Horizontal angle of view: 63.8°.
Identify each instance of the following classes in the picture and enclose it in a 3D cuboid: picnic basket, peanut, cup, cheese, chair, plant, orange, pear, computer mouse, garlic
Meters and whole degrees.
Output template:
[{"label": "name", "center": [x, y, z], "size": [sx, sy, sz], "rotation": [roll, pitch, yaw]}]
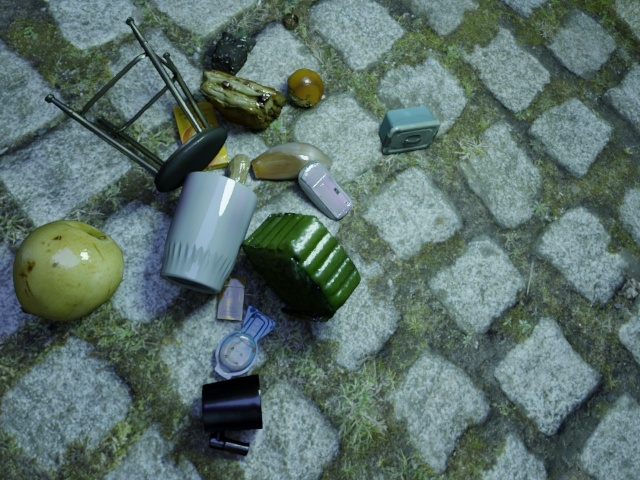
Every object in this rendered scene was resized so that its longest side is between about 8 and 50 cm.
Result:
[{"label": "picnic basket", "center": [-0.119, -0.932, 2.155], "size": [0.071, 0.083, 0.072], "rotation": [4, 70, -10]}, {"label": "peanut", "center": [-0.310, -0.240, 1.886], "size": [0.080, 0.080, 0.175], "rotation": [17, 72, -6]}, {"label": "cup", "center": [-0.268, 0.543, 1.582], "size": [0.176, 0.166, 0.240], "rotation": [-4, 71, -10]}, {"label": "cheese", "center": [-0.257, 0.343, 1.706], "size": [0.135, 0.052, 0.245], "rotation": [37, 69, -5]}, {"label": "chair", "center": [-0.551, -0.399, 1.701], "size": [0.362, 0.364, 0.410], "rotation": [-42, 92, 3]}, {"label": "plant", "center": [-0.343, -0.742, 2.016], "size": [0.142, 0.131, 0.203], "rotation": [17, 56, -4]}, {"label": "orange", "center": [-0.062, -0.603, 2.027], "size": [0.156, 0.157, 0.134], "rotation": [2, 50, -12]}, {"label": "cup", "center": [-0.373, -0.028, 1.703], "size": [0.253, 0.253, 0.372], "rotation": [17, 72, -6]}, {"label": "pear", "center": [-0.763, 0.092, 1.562], "size": [0.309, 0.309, 0.310], "rotation": [4, 71, -11]}, {"label": "computer mouse", "center": [0.018, -0.187, 1.923], "size": [0.126, 0.056, 0.245], "rotation": [-48, 109, -11]}, {"label": "garlic", "center": [-0.114, -0.305, 1.945], "size": [0.317, 0.112, 0.143], "rotation": [-10, 77, -4]}]

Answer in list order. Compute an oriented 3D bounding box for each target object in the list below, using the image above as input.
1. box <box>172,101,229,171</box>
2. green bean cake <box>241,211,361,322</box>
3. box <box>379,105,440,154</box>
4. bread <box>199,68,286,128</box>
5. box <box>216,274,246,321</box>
[{"label": "box", "center": [-0.447, -0.388, 1.921], "size": [0.152, 0.043, 0.269], "rotation": [-15, 75, -13]}, {"label": "green bean cake", "center": [-0.077, 0.084, 1.663], "size": [0.218, 0.335, 0.319], "rotation": [-50, 115, -26]}, {"label": "box", "center": [0.350, -0.438, 2.055], "size": [0.226, 0.162, 0.130], "rotation": [-13, 64, -16]}, {"label": "bread", "center": [-0.278, -0.505, 1.888], "size": [0.277, 0.324, 0.167], "rotation": [18, 103, 1]}, {"label": "box", "center": [-0.306, 0.197, 1.764], "size": [0.089, 0.022, 0.157], "rotation": [9, 70, -12]}]
